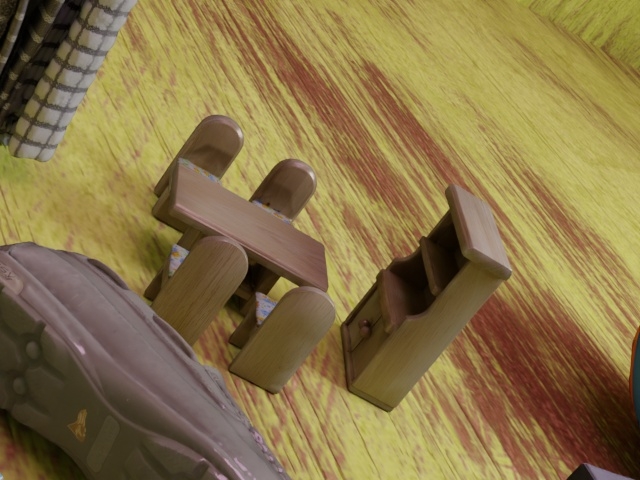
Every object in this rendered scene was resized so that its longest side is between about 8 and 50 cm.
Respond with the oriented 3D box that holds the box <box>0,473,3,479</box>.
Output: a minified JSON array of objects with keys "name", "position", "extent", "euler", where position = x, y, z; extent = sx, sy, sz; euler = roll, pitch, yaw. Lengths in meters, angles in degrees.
[{"name":"box","position":[-0.261,0.110,0.558],"extent":[0.100,0.060,0.244],"euler":[46,24,20]}]

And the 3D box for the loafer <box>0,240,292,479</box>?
[{"name":"loafer","position":[-0.084,0.112,0.753],"extent":[0.319,0.112,0.111],"euler":[45,32,19]}]

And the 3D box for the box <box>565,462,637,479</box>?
[{"name":"box","position":[0.235,0.289,0.841],"extent":[0.163,0.142,0.247],"euler":[21,28,-34]}]

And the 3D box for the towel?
[{"name":"towel","position":[-0.226,-0.221,1.028],"extent":[0.121,0.235,0.283],"euler":[22,25,-25]}]

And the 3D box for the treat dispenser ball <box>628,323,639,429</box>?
[{"name":"treat dispenser ball","position":[0.444,0.134,1.265],"extent":[0.288,0.288,0.288],"euler":[31,23,-15]}]

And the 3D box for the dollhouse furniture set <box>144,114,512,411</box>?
[{"name":"dollhouse furniture set","position":[0.000,0.000,1.027],"extent":[0.242,0.161,0.212],"euler":[30,24,-19]}]
